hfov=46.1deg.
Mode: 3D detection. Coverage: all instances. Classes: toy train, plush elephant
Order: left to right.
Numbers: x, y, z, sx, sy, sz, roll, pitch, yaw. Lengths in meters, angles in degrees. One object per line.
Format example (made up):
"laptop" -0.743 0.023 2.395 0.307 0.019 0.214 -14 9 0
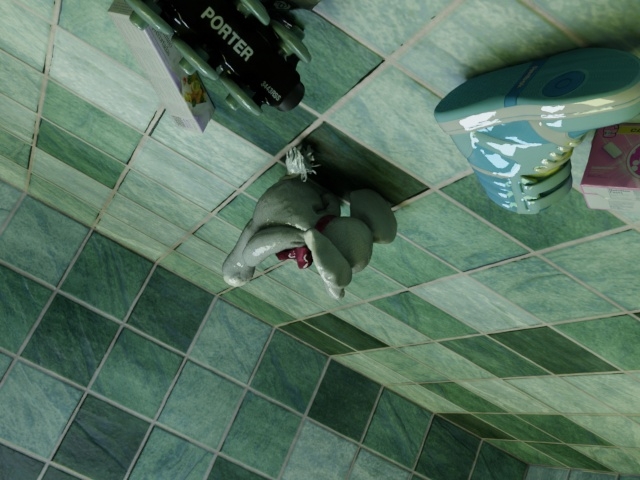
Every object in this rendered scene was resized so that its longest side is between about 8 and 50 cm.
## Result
"toy train" -0.151 -0.294 0.980 0.334 0.142 0.190 37 -173 -45
"plush elephant" 0.000 0.000 1.498 0.255 0.272 0.330 44 140 19

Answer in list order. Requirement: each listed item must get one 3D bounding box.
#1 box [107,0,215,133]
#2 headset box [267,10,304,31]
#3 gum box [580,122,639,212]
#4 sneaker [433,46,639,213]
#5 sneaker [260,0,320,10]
"box" -0.273 -0.311 1.339 0.067 0.063 0.324 15 157 20
"headset box" -0.070 -0.315 1.151 0.062 0.032 0.083 32 157 -20
"gum box" 0.450 -0.095 1.006 0.188 0.107 0.062 8 153 36
"sneaker" 0.315 -0.129 0.993 0.208 0.127 0.319 55 157 -22
"sneaker" -0.094 -0.367 0.986 0.229 0.086 0.132 29 161 -14
